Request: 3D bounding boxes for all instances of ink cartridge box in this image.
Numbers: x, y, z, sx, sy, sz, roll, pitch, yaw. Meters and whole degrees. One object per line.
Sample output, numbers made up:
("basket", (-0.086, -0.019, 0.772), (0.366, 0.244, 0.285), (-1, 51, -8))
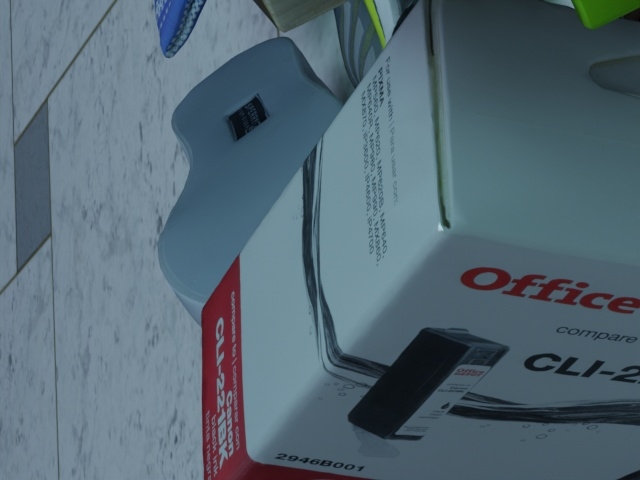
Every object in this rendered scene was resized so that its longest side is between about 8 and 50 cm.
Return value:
("ink cartridge box", (0.083, 0.027, 0.839), (0.273, 0.197, 0.114), (126, 148, -53))

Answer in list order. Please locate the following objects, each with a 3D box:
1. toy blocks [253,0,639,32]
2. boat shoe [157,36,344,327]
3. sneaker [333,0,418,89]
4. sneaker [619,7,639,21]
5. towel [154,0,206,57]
("toy blocks", (0.070, -0.210, 0.751), (0.190, 0.381, 0.261), (63, 178, -20))
("boat shoe", (-0.007, 0.004, 1.145), (0.156, 0.136, 0.367), (54, -175, -20))
("sneaker", (0.069, -0.090, 1.061), (0.121, 0.111, 0.300), (92, 168, -56))
("sneaker", (0.143, -0.118, 0.891), (0.066, 0.071, 0.188), (-113, 34, -46))
("towel", (-0.100, -0.325, 1.307), (0.243, 0.040, 0.336), (117, 148, -46))
